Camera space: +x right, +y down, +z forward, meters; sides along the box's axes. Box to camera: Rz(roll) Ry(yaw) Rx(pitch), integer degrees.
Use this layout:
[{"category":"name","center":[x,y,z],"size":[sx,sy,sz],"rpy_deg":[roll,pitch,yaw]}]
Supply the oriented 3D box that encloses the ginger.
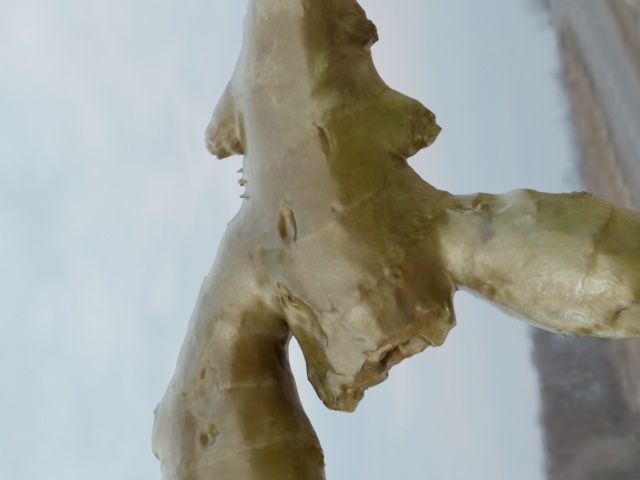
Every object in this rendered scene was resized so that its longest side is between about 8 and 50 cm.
[{"category":"ginger","center":[-0.005,0.011,0.917],"size":[0.348,0.363,0.122],"rpy_deg":[55,-164,20]}]
